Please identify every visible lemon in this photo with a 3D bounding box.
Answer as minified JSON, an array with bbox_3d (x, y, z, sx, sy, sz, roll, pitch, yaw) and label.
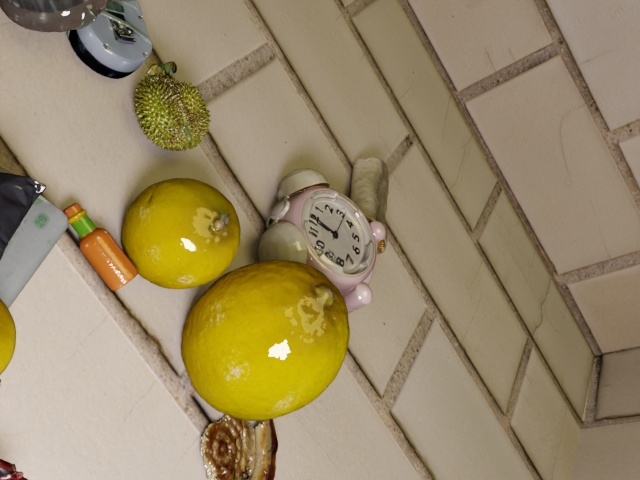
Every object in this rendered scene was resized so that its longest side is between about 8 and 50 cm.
[{"bbox_3d":[-0.280,-0.019,1.454,0.240,0.219,0.240,21,61,-45],"label":"lemon"},{"bbox_3d":[-0.097,0.197,1.475,0.364,0.364,0.364,26,54,-42],"label":"lemon"}]

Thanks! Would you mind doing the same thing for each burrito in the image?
[{"bbox_3d":[0.155,-0.114,2.134,0.143,0.105,0.299,39,44,-39],"label":"burrito"}]

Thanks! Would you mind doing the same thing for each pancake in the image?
[{"bbox_3d":[-0.154,0.484,1.494,0.212,0.056,0.257,-15,85,-53],"label":"pancake"}]

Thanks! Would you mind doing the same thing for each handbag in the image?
[{"bbox_3d":[-0.599,-0.047,1.088,0.254,0.088,0.211,12,45,-3],"label":"handbag"}]

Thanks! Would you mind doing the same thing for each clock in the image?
[{"bbox_3d":[0.000,0.000,1.831,0.326,0.184,0.342,39,40,-27],"label":"clock"}]

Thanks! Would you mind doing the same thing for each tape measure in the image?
[{"bbox_3d":[-0.465,-0.455,1.535,0.182,0.107,0.181,-17,79,-56],"label":"tape measure"}]

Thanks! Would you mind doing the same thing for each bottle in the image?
[{"bbox_3d":[-0.440,0.009,1.365,0.187,0.069,0.069,57,38,-12],"label":"bottle"}]

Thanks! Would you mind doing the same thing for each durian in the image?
[{"bbox_3d":[-0.348,-0.290,1.572,0.198,0.146,0.159,43,59,-21],"label":"durian"}]

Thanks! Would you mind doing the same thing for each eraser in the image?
[{"bbox_3d":[-0.569,0.002,1.199,0.174,0.081,0.227,44,44,-25],"label":"eraser"}]

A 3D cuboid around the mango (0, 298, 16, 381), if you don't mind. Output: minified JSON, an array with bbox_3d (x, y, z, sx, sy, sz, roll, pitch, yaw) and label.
[{"bbox_3d":[-0.619,0.161,0.969,0.365,0.182,0.253,-3,66,-46],"label":"mango"}]

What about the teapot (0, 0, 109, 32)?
[{"bbox_3d":[-0.560,-0.611,1.286,0.376,0.361,0.305,42,66,16],"label":"teapot"}]

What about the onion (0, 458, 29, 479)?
[{"bbox_3d":[-0.564,0.395,0.975,0.283,0.120,0.227,-11,87,-48],"label":"onion"}]
